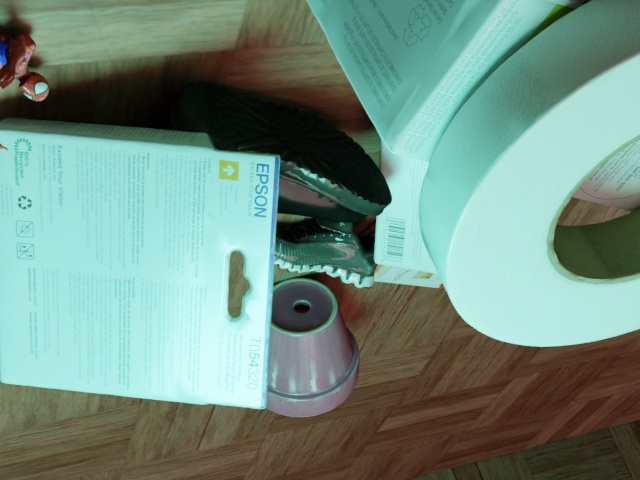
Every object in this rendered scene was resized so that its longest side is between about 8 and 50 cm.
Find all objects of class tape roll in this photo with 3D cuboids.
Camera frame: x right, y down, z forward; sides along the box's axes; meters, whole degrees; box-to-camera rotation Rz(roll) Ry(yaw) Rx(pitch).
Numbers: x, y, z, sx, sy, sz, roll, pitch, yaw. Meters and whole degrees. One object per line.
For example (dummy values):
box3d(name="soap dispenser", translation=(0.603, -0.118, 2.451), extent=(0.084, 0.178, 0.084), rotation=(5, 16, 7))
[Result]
box3d(name="tape roll", translation=(0.274, -0.054, 0.907), extent=(0.392, 0.072, 0.392), rotation=(-14, 141, -11))

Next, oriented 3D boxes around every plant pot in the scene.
box3d(name="plant pot", translation=(-0.034, 0.170, 1.845), extent=(0.201, 0.201, 0.180), rotation=(-15, 137, -12))

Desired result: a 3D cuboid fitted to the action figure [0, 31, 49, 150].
box3d(name="action figure", translation=(-0.355, -0.172, 1.044), extent=(0.091, 0.139, 0.280), rotation=(-29, 154, 19))

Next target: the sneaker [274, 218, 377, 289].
box3d(name="sneaker", translation=(0.000, 0.000, 1.671), extent=(0.234, 0.078, 0.106), rotation=(15, 113, -29))

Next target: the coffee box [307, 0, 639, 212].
box3d(name="coffee box", translation=(0.217, -0.272, 0.951), extent=(0.334, 0.338, 0.338), rotation=(10, 131, -34))

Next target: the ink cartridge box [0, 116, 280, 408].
box3d(name="ink cartridge box", translation=(-0.214, 0.029, 1.264), extent=(0.330, 0.071, 0.324), rotation=(5, 112, 2))

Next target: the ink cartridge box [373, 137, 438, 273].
box3d(name="ink cartridge box", translation=(0.198, -0.070, 1.467), extent=(0.238, 0.060, 0.275), rotation=(9, 128, 10))

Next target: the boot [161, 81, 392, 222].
box3d(name="boot", translation=(-0.107, -0.054, 1.407), extent=(0.348, 0.131, 0.260), rotation=(20, 131, -31))

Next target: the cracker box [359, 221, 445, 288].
box3d(name="cracker box", translation=(0.178, 0.009, 1.813), extent=(0.232, 0.067, 0.155), rotation=(7, 143, -43))
